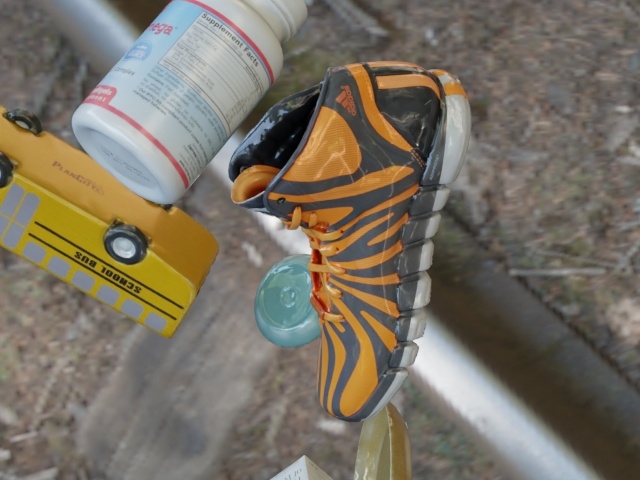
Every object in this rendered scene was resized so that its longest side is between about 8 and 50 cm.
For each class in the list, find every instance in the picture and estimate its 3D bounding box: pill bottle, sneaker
[{"bbox_3d":[-0.081,-0.108,1.069,0.087,0.087,0.160,27,69,29],"label":"pill bottle"},{"bbox_3d":[0.000,0.000,1.372,0.124,0.180,0.321,36,119,57],"label":"sneaker"}]

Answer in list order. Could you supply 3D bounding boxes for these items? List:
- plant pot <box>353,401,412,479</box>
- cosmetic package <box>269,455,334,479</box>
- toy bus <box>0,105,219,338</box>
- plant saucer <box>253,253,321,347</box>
[{"bbox_3d":[0.069,0.294,1.852,0.032,0.236,0.236,5,101,-7],"label":"plant pot"},{"bbox_3d":[-0.087,0.332,1.714,0.239,0.060,0.099,-37,31,15],"label":"cosmetic package"},{"bbox_3d":[-0.287,-0.026,1.953,0.333,0.108,0.130,30,127,-5],"label":"toy bus"},{"bbox_3d":[-0.034,0.070,1.988,0.119,0.021,0.119,-10,67,26],"label":"plant saucer"}]
